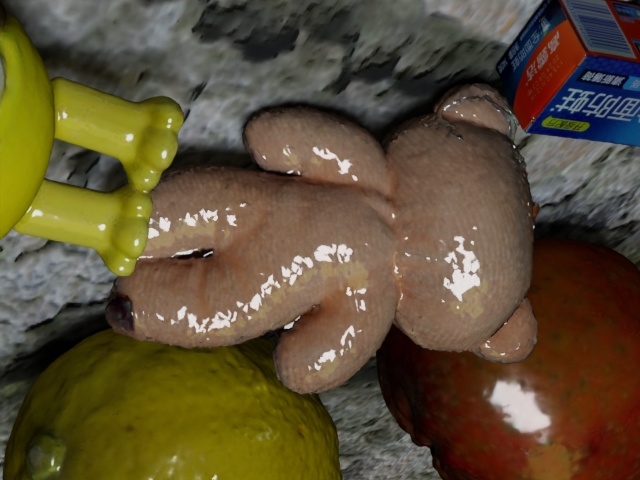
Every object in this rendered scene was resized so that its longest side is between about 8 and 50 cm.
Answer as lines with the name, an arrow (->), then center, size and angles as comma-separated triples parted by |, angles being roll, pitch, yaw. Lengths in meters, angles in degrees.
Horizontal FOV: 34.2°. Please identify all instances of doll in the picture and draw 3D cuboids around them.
doll -> -0.251, -0.082, 0.516 | 0.363, 0.145, 0.199 | 16, 96, -27
doll -> 0.000, 0.000, 0.731 | 0.303, 0.201, 0.156 | -5, -177, -6

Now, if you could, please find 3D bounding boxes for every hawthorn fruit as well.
hawthorn fruit -> 0.206, 0.093, 0.892 | 0.300, 0.254, 0.254 | -36, 149, -12

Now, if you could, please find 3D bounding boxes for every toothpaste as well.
toothpaste -> 0.281, -0.109, 0.747 | 0.320, 0.066, 0.076 | 3, 143, -26

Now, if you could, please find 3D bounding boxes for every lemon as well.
lemon -> -0.112, 0.187, 0.856 | 0.245, 0.245, 0.320 | -34, 150, 25
